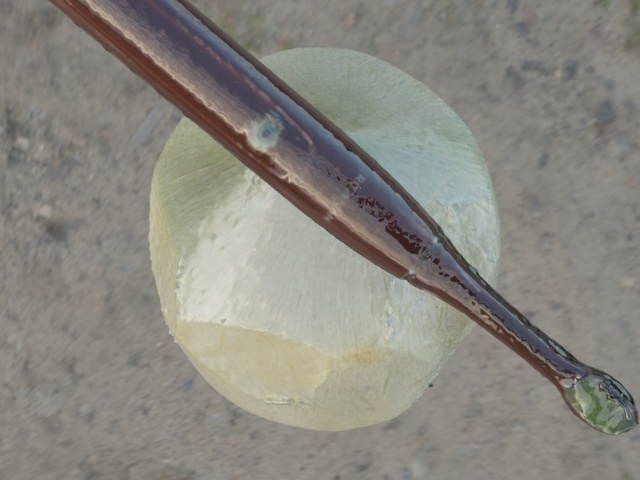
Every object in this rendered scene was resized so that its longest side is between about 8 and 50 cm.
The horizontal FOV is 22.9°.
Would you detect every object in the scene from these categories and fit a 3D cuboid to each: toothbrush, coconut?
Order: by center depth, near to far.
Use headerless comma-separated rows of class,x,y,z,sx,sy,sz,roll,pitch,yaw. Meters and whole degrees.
toothbrush,0.000,-0.030,0.697,0.364,0.041,0.041,40,73,-7
coconut,0.000,0.000,1.077,0.245,0.247,0.245,-4,66,8
